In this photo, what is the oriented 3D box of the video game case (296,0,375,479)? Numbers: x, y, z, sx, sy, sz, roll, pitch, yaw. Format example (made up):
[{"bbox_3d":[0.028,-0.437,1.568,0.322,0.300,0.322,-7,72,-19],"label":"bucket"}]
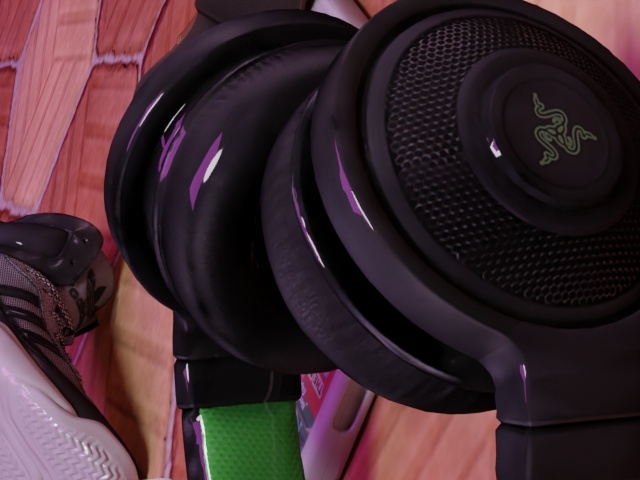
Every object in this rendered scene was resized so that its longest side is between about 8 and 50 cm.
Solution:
[{"bbox_3d":[0.000,0.000,0.860,0.201,0.023,0.183,-119,47,-60],"label":"video game case"}]

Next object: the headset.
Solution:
[{"bbox_3d":[0.044,-0.019,0.653,0.243,0.185,0.394,4,96,61],"label":"headset"}]

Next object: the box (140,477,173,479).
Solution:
[{"bbox_3d":[-0.117,0.292,0.670,0.215,0.168,0.345,86,178,-48],"label":"box"}]

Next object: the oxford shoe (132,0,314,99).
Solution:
[{"bbox_3d":[-0.040,-0.100,0.990,0.076,0.076,0.212,-54,-1,-42],"label":"oxford shoe"}]

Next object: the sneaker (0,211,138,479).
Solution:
[{"bbox_3d":[-0.170,0.062,1.141,0.268,0.153,0.101,35,132,31],"label":"sneaker"}]
